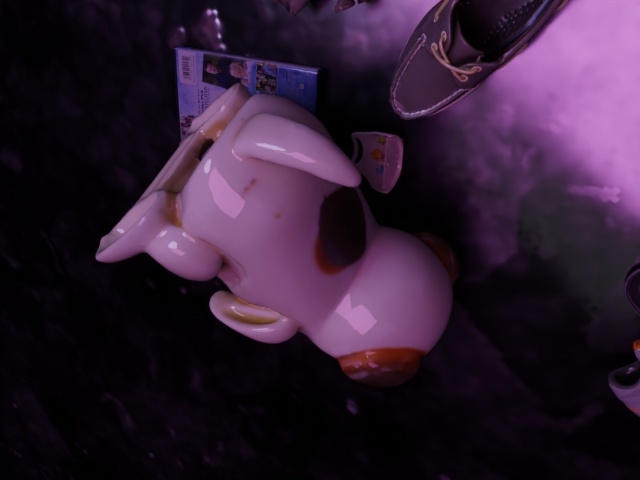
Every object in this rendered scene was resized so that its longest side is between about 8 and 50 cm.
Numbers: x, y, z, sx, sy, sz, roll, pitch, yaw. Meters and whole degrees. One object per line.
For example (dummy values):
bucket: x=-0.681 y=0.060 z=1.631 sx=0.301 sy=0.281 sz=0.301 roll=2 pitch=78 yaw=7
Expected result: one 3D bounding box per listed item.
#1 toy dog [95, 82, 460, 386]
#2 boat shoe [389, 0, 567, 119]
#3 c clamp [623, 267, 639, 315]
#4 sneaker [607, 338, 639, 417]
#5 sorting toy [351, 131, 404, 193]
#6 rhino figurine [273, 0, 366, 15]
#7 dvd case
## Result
toy dog: x=0.000 y=0.000 z=0.825 sx=0.408 sy=0.284 sz=0.395 roll=40 pitch=143 yaw=-22
boat shoe: x=0.175 y=-0.240 z=0.721 sx=0.109 sy=0.091 sz=0.305 roll=44 pitch=130 yaw=-5
c clamp: x=0.459 y=0.079 z=0.767 sx=0.160 sy=0.022 sz=0.137 roll=45 pitch=132 yaw=1
sneaker: x=0.437 y=0.125 z=0.732 sx=0.108 sy=0.100 sz=0.271 roll=36 pitch=131 yaw=15
sorting toy: x=0.073 y=-0.118 z=0.879 sx=0.075 sy=0.045 sz=0.083 roll=19 pitch=122 yaw=29
rhino figurine: x=0.030 y=-0.340 z=0.774 sx=0.243 sy=0.073 sz=0.106 roll=-7 pitch=113 yaw=33
dvd case: x=-0.113 y=-0.186 z=0.961 sx=0.253 sy=0.022 sz=0.180 roll=15 pitch=121 yaw=22
